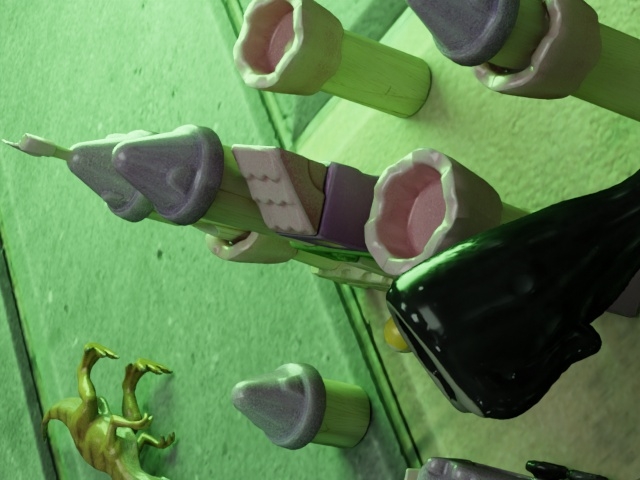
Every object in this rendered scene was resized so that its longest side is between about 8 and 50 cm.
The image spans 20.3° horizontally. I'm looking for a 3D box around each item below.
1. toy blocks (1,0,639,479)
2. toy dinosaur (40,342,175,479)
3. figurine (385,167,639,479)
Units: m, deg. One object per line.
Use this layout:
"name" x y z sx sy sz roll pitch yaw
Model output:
"toy blocks" 0.000 0.000 0.974 0.288 0.260 0.309 6 83 52
"toy dinosaur" -0.166 0.131 1.303 0.211 0.064 0.112 29 102 53
"figurine" 0.173 0.050 0.796 0.209 0.092 0.215 -35 74 -3
